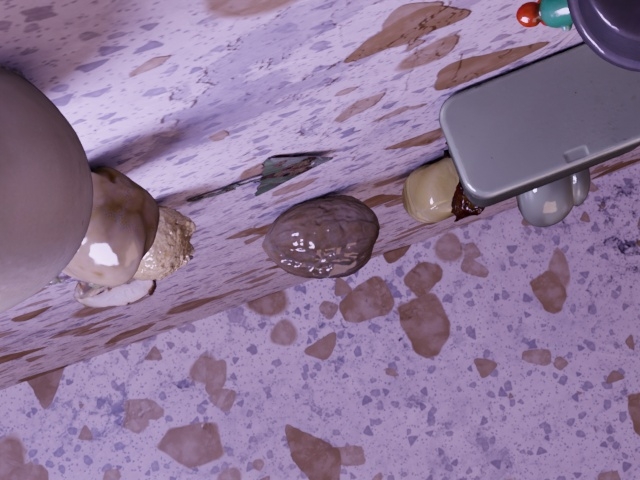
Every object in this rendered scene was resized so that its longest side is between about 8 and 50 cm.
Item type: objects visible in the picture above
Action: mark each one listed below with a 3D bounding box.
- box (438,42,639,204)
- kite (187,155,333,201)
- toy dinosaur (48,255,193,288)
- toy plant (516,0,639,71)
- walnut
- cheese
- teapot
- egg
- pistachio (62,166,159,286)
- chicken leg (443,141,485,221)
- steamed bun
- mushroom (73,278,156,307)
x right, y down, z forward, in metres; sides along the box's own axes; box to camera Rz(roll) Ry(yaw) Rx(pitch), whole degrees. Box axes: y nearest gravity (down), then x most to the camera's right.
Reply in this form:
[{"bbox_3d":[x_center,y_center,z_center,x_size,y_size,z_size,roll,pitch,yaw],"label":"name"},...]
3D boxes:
[{"bbox_3d":[0.382,-0.190,2.122,0.352,0.177,0.344,-22,176,5],"label":"box"},{"bbox_3d":[-0.096,-0.101,2.068,0.250,0.012,0.229,-19,169,-9],"label":"kite"},{"bbox_3d":[-0.366,0.037,2.089,0.294,0.077,0.162,-15,178,-26],"label":"toy dinosaur"},{"bbox_3d":[0.369,-0.283,1.388,0.279,0.185,0.400,-44,176,13],"label":"toy plant"},{"bbox_3d":[0.000,-0.002,2.490,0.230,0.178,0.178,-7,170,-10],"label":"walnut"},{"bbox_3d":[0.274,-0.117,2.578,0.226,0.117,0.214,-24,179,-9],"label":"cheese"},{"bbox_3d":[0.452,-0.144,2.503,0.149,0.220,0.318,-9,174,6],"label":"teapot"},{"bbox_3d":[-0.260,0.003,1.979,0.118,0.116,0.140,15,139,-35],"label":"egg"},{"bbox_3d":[-0.295,-0.021,1.643,0.138,0.153,0.238,-1,-172,-42],"label":"pistachio"},{"bbox_3d":[0.288,-0.125,2.405,0.105,0.234,0.063,5,-136,18],"label":"chicken leg"},{"bbox_3d":[-0.365,-0.019,1.191,0.324,0.206,0.324,-19,174,-2],"label":"steamed bun"},{"bbox_3d":[-0.350,0.063,2.271,0.210,0.094,0.072,-23,141,39],"label":"mushroom"}]
